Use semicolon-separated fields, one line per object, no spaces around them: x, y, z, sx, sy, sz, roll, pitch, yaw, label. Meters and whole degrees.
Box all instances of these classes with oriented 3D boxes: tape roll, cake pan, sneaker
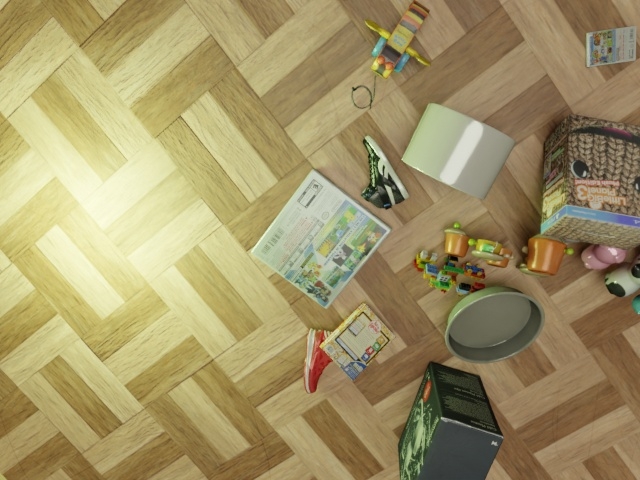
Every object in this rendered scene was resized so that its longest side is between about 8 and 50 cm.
0.361;-0.234;1.289;0.246;0.246;0.169;24;105;-1;tape roll
0.509;0.248;1.449;0.293;0.054;0.293;-2;125;-3;cake pan
0.015;0.394;1.568;0.128;0.087;0.221;4;106;6;sneaker
0.153;-0.183;1.407;0.121;0.079;0.217;-32;101;11;sneaker

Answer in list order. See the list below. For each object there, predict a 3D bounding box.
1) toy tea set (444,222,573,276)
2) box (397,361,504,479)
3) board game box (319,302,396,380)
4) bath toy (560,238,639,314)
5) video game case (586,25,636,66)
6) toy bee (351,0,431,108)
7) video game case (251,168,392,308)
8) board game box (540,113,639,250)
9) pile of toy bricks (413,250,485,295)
0.521;0.009;1.378;0.336;0.200;0.124;14;86;4;toy tea set
0.371;0.604;1.468;0.179;0.312;0.343;16;105;1;box
0.117;0.315;1.522;0.193;0.045;0.147;-43;97;-8;board game box
0.792;0.048;1.333;0.348;0.129;0.151;44;119;11;bath toy
0.770;-0.514;1.296;0.122;0.011;0.087;-6;104;7;video game case
0.197;-0.486;1.284;0.195;0.162;0.298;12;105;1;toy bee
0.000;0.000;1.493;0.300;0.036;0.329;37;104;-4;video game case
0.717;-0.148;1.260;0.232;0.141;0.291;10;71;3;board game box
0.379;0.118;1.461;0.212;0.118;0.105;14;138;-7;pile of toy bricks
